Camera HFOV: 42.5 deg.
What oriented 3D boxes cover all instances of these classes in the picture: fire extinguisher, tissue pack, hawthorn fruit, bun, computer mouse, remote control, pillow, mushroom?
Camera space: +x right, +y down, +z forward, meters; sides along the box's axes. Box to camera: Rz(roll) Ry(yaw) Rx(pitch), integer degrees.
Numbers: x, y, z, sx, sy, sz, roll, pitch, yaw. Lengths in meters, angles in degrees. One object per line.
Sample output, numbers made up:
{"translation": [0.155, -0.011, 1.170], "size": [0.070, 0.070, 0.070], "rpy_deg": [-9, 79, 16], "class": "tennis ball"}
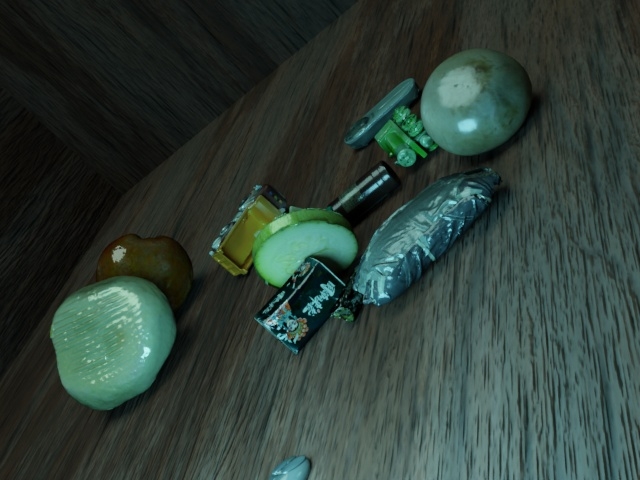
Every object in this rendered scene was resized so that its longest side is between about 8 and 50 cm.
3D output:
{"translation": [0.079, -0.075, 1.859], "size": [0.231, 0.071, 0.099], "rpy_deg": [-41, 49, 15], "class": "fire extinguisher"}
{"translation": [-0.035, 0.127, 1.641], "size": [0.170, 0.103, 0.090], "rpy_deg": [-50, 18, -9], "class": "tissue pack"}
{"translation": [-0.505, 0.136, 2.339], "size": [0.277, 0.277, 0.298], "rpy_deg": [-29, 46, 38], "class": "hawthorn fruit"}
{"translation": [-0.530, 0.264, 2.146], "size": [0.361, 0.361, 0.213], "rpy_deg": [-42, -22, 11], "class": "bun"}
{"translation": [-0.056, 0.376, 1.297], "size": [0.066, 0.039, 0.096], "rpy_deg": [-18, 33, 50], "class": "computer mouse"}
{"translation": [0.164, -0.337, 2.198], "size": [0.247, 0.052, 0.104], "rpy_deg": [-40, 20, 15], "class": "remote control"}
{"translation": [0.189, -0.014, 1.488], "size": [0.335, 0.092, 0.161], "rpy_deg": [-44, 26, 3], "class": "pillow"}
{"translation": [0.315, -0.276, 1.653], "size": [0.226, 0.178, 0.226], "rpy_deg": [-14, 66, 33], "class": "mushroom"}

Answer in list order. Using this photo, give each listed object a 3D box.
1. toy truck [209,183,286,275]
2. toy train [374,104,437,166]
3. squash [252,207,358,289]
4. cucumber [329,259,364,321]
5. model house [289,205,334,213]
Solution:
{"translation": [-0.195, -0.031, 2.227], "size": [0.135, 0.114, 0.270], "rpy_deg": [-24, 30, 52], "class": "toy truck"}
{"translation": [0.199, -0.239, 1.918], "size": [0.119, 0.085, 0.251], "rpy_deg": [-47, 18, 11], "class": "toy train"}
{"translation": [-0.034, 0.021, 1.681], "size": [0.219, 0.219, 0.041], "rpy_deg": [-37, 44, 23], "class": "squash"}
{"translation": [0.072, 0.088, 1.583], "size": [0.053, 0.053, 0.181], "rpy_deg": [-21, 31, 48], "class": "cucumber"}
{"translation": [0.000, 0.000, 1.786], "size": [0.100, 0.149, 0.127], "rpy_deg": [-97, 10, -62], "class": "model house"}
